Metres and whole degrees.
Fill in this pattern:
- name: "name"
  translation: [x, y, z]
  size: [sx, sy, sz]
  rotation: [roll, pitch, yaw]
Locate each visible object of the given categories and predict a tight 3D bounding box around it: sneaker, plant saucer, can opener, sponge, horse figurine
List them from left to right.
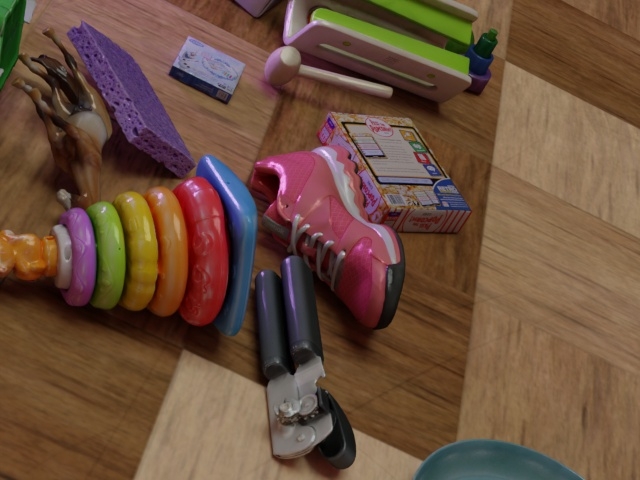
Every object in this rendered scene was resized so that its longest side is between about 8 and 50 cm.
- name: "horse figurine"
  translation: [-0.296, -0.142, 1.733]
  size: [0.174, 0.066, 0.263]
  rotation: [59, 10, -29]
- name: "sponge"
  translation: [-0.235, -0.178, 1.844]
  size: [0.117, 0.031, 0.210]
  rotation: [35, 18, -55]
- name: "can opener"
  translation: [-0.025, 0.137, 1.640]
  size: [0.093, 0.074, 0.280]
  rotation: [49, 21, -41]
- name: "sneaker"
  translation: [0.000, 0.000, 1.800]
  size: [0.136, 0.116, 0.314]
  rotation: [-1, 38, -23]
- name: "plant saucer"
  translation: [0.224, 0.348, 1.572]
  size: [0.318, 0.043, 0.317]
  rotation: [20, 36, -15]

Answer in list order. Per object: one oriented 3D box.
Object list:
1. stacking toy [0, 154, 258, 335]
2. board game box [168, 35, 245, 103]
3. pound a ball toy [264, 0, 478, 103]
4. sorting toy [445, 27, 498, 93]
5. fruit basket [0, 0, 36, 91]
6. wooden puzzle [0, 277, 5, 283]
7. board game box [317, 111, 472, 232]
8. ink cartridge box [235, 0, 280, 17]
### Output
- name: "stacking toy"
  translation: [-0.228, 0.014, 1.576]
  size: [0.302, 0.165, 0.175]
  rotation: [-3, 31, -24]
- name: "board game box"
  translation: [-0.154, -0.234, 2.027]
  size: [0.090, 0.020, 0.090]
  rotation: [26, 36, -6]
- name: "pound a ball toy"
  translation: [0.061, -0.276, 2.171]
  size: [0.319, 0.136, 0.208]
  rotation: [17, 69, -25]
- name: "sorting toy"
  translation: [0.209, -0.399, 2.407]
  size: [0.127, 0.126, 0.365]
  rotation: [8, 40, -30]
- name: "fruit basket"
  translation: [-0.517, -0.247, 1.667]
  size: [0.353, 0.165, 0.327]
  rotation: [4, 23, -5]
- name: "wooden puzzle"
  translation: [-0.360, 0.037, 1.554]
  size: [0.049, 0.006, 0.083]
  rotation: [28, 35, -4]
- name: "board game box"
  translation: [0.100, -0.094, 2.020]
  size: [0.147, 0.045, 0.193]
  rotation: [2, 44, -35]
- name: "ink cartridge box"
  translation: [-0.090, -0.543, 2.316]
  size: [0.279, 0.160, 0.384]
  rotation: [39, 35, 1]
